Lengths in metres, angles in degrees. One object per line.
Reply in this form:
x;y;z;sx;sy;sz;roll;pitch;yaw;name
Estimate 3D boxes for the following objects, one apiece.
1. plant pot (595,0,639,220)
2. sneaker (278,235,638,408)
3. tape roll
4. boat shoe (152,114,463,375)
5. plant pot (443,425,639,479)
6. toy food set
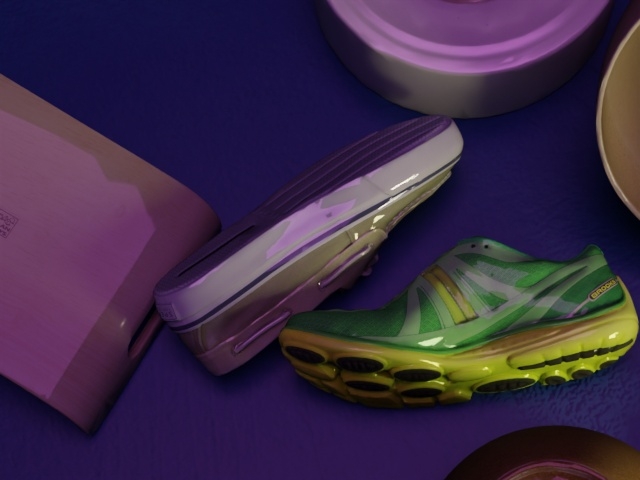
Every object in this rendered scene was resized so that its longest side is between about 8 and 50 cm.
0.366;-0.150;1.314;0.284;0.284;0.191;3;35;4;plant pot
0.111;0.065;1.325;0.295;0.109;0.123;-6;61;-5;sneaker
0.131;-0.257;1.426;0.286;0.100;0.286;-1;70;3;tape roll
0.000;0.000;1.357;0.302;0.109;0.094;-33;110;-10;boat shoe
0.173;0.237;1.161;0.237;0.254;0.237;-2;75;8;plant pot
-0.268;-0.003;1.374;0.306;0.092;0.220;31;74;4;toy food set
